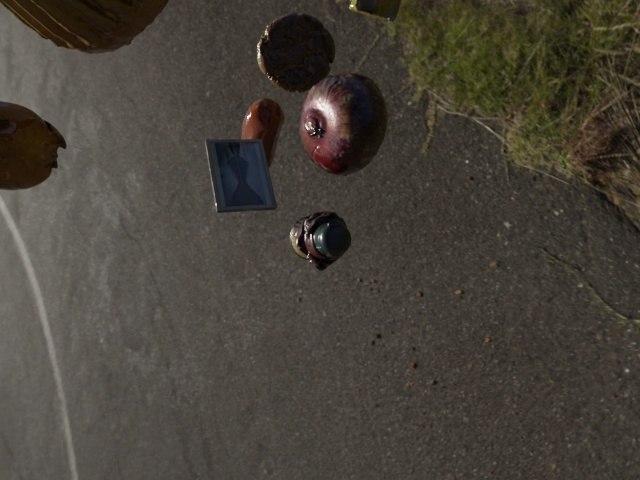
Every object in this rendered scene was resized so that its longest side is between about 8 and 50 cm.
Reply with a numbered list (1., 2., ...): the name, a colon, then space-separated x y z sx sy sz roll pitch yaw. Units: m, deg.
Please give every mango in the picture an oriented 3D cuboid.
1. mango: -0.601 -0.174 0.874 0.201 0.287 0.153 -125 47 -73

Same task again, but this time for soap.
1. soap: 0.178 -0.756 1.439 0.076 0.135 0.233 -126 49 -66

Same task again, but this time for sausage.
1. sausage: -0.200 -0.351 1.694 0.133 0.133 0.258 53 141 34

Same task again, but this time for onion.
1. onion: 0.049 -0.275 1.201 0.246 0.190 0.246 14 107 56

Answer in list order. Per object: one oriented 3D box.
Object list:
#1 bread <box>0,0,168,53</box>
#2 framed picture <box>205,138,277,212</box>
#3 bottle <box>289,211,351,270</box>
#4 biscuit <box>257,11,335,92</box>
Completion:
1. bread: -0.246 -0.322 0.479 0.274 0.149 0.274 5 100 32
2. framed picture: -0.197 -0.164 1.255 0.015 0.150 0.203 128 134 -59
3. bottle: 0.000 0.000 1.370 0.271 0.143 0.156 -174 83 -75
4. biscuit: -0.068 -0.531 1.442 0.226 0.226 0.042 -64 14 12
